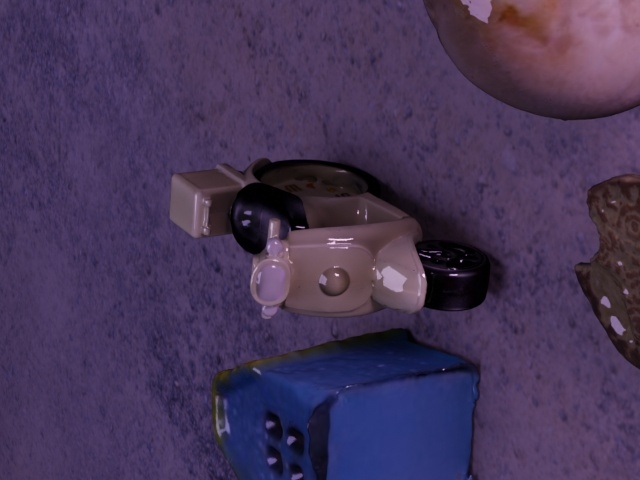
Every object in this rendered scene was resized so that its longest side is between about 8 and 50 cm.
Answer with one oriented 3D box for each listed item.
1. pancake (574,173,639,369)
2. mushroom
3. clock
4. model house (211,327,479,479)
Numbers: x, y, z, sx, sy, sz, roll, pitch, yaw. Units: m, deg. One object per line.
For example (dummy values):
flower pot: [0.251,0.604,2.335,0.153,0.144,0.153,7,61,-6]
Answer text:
pancake: [0.328,0.042,1.606,0.212,0.029,0.235,46,147,28]
mushroom: [0.215,-0.259,1.540,0.290,0.292,0.292,-148,54,-72]
clock: [0.000,0.000,1.947,0.379,0.276,0.120,34,126,55]
model house: [0.018,0.219,2.005,0.303,0.237,0.215,29,123,53]
